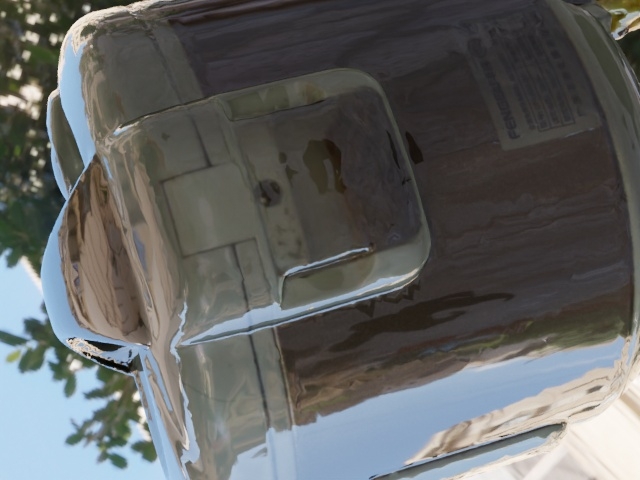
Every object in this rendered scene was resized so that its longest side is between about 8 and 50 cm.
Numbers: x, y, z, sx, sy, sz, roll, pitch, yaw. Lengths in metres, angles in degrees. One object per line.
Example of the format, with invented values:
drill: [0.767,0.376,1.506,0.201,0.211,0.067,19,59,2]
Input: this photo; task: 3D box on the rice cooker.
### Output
rice cooker: [0.000,0.000,0.584,0.325,0.335,0.335,-14,-132,-15]

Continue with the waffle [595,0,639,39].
waffle: [0.249,-0.210,0.777,0.238,0.243,0.058,-64,-43,-67]
